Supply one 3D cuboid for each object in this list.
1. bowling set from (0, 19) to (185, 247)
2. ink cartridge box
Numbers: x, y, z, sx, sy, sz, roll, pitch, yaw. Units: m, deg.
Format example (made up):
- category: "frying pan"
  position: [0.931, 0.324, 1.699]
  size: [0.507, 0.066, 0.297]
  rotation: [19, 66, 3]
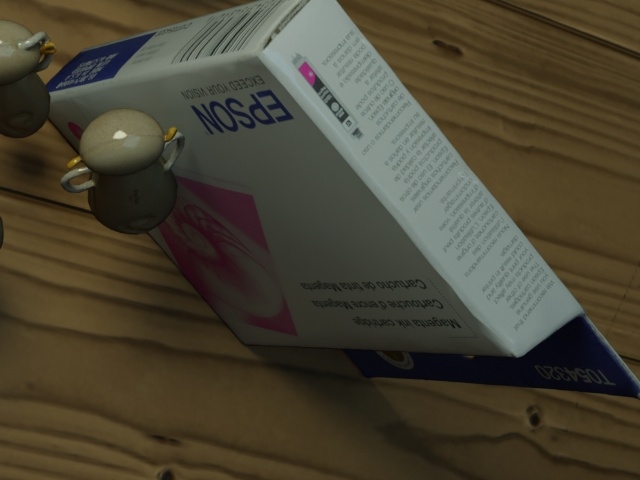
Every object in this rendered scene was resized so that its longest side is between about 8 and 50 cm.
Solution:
- category: "bowling set"
  position: [-0.240, -0.076, 1.086]
  size: [0.287, 0.154, 0.200]
  rotation: [-19, 76, -7]
- category: "ink cartridge box"
  position: [0.000, 0.000, 1.149]
  size: [0.071, 0.324, 0.330]
  rotation: [-48, 111, -23]
